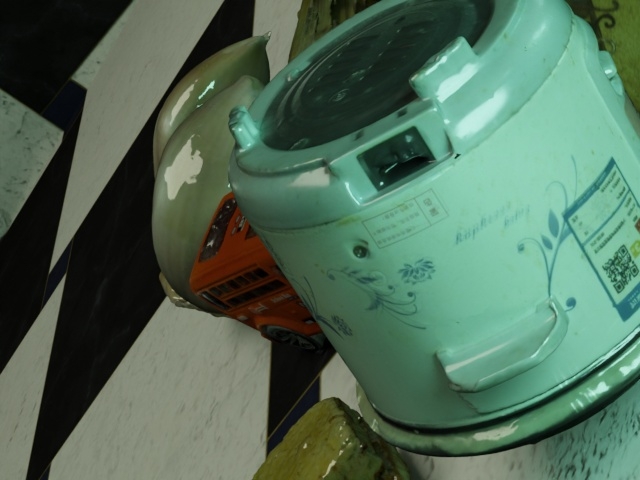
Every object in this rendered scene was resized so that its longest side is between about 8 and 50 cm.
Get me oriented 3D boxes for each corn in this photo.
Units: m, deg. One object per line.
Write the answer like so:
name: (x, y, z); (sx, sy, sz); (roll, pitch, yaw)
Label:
corn: (0.008, -0.157, 1.887); (0.122, 0.123, 0.305); (-18, 39, 21)

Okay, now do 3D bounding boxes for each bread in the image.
bread: (-0.003, 0.230, 1.433); (0.196, 0.102, 0.138); (-59, 21, 8)

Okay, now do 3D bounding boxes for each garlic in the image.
garlic: (-0.114, -0.054, 1.939); (0.279, 0.132, 0.325); (-99, 11, -63)

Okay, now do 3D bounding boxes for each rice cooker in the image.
rice cooker: (0.100, -0.010, 1.170); (0.264, 0.316, 0.316); (-29, 26, 10)

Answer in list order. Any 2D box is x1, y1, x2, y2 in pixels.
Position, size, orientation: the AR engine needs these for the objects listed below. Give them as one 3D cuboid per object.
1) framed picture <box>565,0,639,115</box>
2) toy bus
framed picture: (0.146, -0.203, 1.341); (0.014, 0.255, 0.339); (-26, 16, -28)
toy bus: (0.000, 0.000, 1.657); (0.329, 0.153, 0.143); (-21, 45, 65)
